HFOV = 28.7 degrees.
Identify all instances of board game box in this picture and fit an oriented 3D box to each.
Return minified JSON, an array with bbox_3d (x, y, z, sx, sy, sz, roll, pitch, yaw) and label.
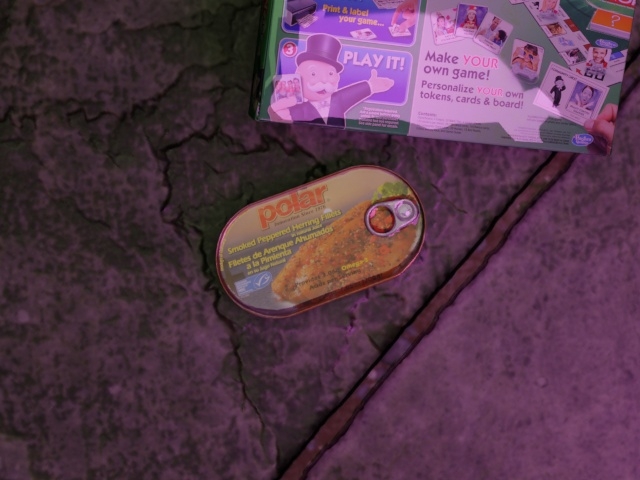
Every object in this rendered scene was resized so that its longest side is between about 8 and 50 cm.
[{"bbox_3d":[0.109,-0.191,1.046,0.317,0.046,0.214,5,101,-14],"label":"board game box"}]

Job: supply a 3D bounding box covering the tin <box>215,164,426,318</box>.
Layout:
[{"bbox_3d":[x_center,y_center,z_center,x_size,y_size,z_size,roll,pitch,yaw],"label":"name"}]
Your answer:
[{"bbox_3d":[0.000,0.000,1.108,0.189,0.040,0.106,-19,94,0],"label":"tin"}]
